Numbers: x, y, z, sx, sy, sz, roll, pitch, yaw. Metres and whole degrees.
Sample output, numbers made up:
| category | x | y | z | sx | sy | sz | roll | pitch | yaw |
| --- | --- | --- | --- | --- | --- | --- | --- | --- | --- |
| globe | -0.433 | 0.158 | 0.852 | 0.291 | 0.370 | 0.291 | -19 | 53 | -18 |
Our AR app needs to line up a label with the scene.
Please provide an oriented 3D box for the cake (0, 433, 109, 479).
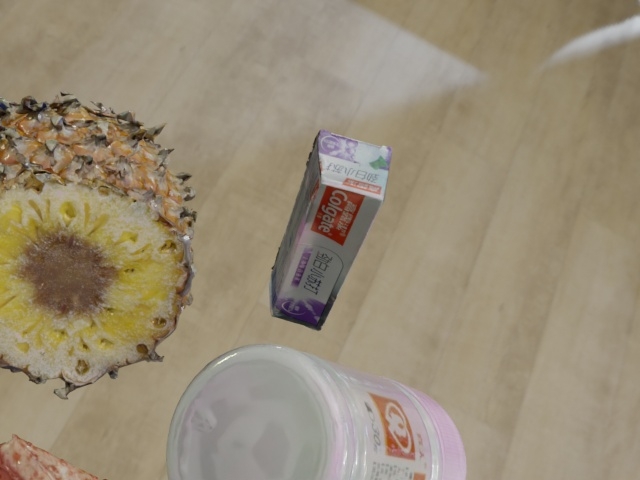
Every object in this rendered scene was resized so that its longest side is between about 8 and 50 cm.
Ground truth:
| category | x | y | z | sx | sy | sz | roll | pitch | yaw |
| --- | --- | --- | --- | --- | --- | --- | --- | --- | --- |
| cake | -0.175 | 0.279 | 0.892 | 0.262 | 0.158 | 0.159 | 44 | 14 | 16 |

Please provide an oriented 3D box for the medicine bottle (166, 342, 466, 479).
| category | x | y | z | sx | sy | sz | roll | pitch | yaw |
| --- | --- | --- | --- | --- | --- | --- | --- | --- | --- |
| medicine bottle | 0.008 | 0.228 | 1.119 | 0.316 | 0.202 | 0.202 | 26 | 37 | -57 |

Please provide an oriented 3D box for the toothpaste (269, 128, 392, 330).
| category | x | y | z | sx | sy | sz | roll | pitch | yaw |
| --- | --- | --- | --- | --- | --- | --- | --- | --- | --- |
| toothpaste | 0.000 | 0.000 | 0.688 | 0.047 | 0.196 | 0.040 | 14 | 61 | -5 |

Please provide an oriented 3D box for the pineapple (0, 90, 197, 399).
| category | x | y | z | sx | sy | sz | roll | pitch | yaw |
| --- | --- | --- | --- | --- | --- | --- | --- | --- | --- |
| pineapple | -0.313 | -0.018 | 1.312 | 0.352 | 0.352 | 0.300 | 4 | 32 | -20 |
